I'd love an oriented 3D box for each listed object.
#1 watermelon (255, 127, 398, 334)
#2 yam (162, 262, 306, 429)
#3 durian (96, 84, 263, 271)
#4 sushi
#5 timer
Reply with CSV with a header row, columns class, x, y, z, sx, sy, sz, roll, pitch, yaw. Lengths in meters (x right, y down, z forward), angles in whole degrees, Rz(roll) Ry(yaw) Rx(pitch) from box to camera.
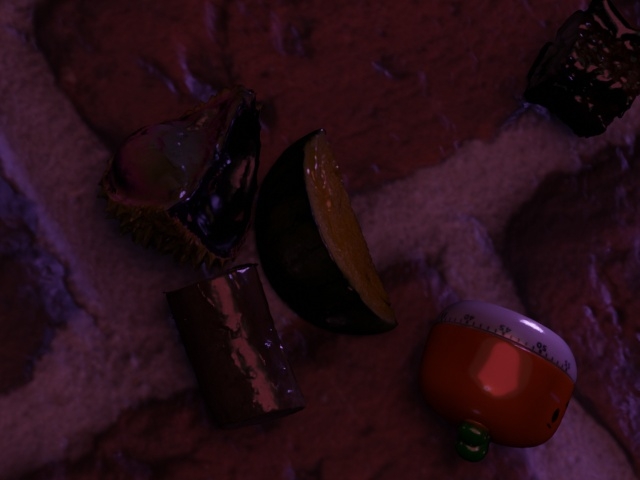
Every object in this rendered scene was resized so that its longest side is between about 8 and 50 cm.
class,x,y,z,sx,sy,sz,roll,pitch,yaw
watermelon,-0.010,0.004,1.598,0.092,0.075,0.182,-11,78,-64
yam,-0.068,0.086,1.532,0.084,0.084,0.127,-16,82,-20
durian,-0.118,-0.042,1.554,0.108,0.119,0.187,4,43,20
sushi,0.235,-0.147,1.680,0.084,0.094,0.098,35,69,-8
timer,0.141,0.123,1.578,0.136,0.099,0.136,3,67,-7
